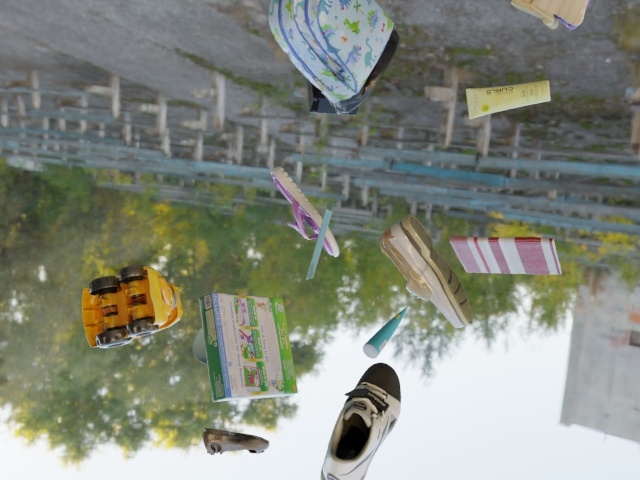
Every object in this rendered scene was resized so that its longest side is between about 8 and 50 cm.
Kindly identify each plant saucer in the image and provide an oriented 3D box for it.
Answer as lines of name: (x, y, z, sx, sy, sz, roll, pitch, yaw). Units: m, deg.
plant saucer: (-0.352, 0.356, 2.318, 0.194, 0.195, 0.037, 10, 145, 30)
plant saucer: (0.000, 0.000, 1.588, 0.018, 0.192, 0.067, 16, -156, 1)

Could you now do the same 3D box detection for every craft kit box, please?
craft kit box: (-0.171, 0.257, 1.608, 0.061, 0.250, 0.246, -25, 157, 38)

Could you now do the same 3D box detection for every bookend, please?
bookend: (0.039, -0.489, 2.128, 0.156, 0.157, 0.072, 0, 150, -13)

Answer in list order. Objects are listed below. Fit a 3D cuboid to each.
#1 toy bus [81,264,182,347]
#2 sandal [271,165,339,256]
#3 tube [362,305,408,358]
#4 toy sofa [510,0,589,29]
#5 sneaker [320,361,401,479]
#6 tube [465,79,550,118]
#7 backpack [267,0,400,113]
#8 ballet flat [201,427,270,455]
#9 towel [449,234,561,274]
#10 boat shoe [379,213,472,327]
toy bus: (-0.386, 0.150, 1.480, 0.220, 0.150, 0.211, -21, 163, 31)
sandal: (-0.070, -0.081, 2.268, 0.416, 0.102, 0.169, 54, 174, 32)
tube: (0.199, 0.272, 1.970, 0.052, 0.080, 0.207, 42, -135, 9)
toy sofa: (0.630, -0.699, 1.604, 0.177, 0.363, 0.150, 29, -158, 14)
sneaker: (0.102, 0.383, 1.448, 0.122, 0.146, 0.331, 17, -132, 14)
tube: (0.559, -0.426, 1.975, 0.240, 0.070, 0.062, -5, 142, 21)
backpack: (0.033, -0.549, 1.728, 0.355, 0.290, 0.273, 36, 167, -23)
ballet flat: (-0.198, 0.482, 1.560, 0.084, 0.058, 0.250, -1, 160, 25)
towel: (0.617, 0.045, 2.202, 0.328, 0.037, 0.237, 1, 152, 28)
boat shoe: (0.256, 0.087, 1.602, 0.103, 0.302, 0.113, -32, 180, 24)
